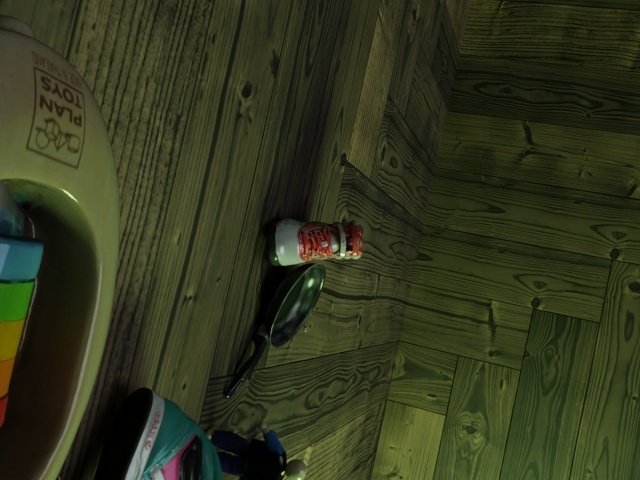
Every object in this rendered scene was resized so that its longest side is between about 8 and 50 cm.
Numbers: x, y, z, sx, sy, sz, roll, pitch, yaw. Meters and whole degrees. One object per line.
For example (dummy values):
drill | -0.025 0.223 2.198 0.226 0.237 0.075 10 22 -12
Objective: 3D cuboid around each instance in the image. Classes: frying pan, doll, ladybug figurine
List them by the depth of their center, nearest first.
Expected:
ladybug figurine | -0.292 0.054 0.486 0.305 0.161 0.450 28 75 -70
doll | -0.114 0.377 1.159 0.046 0.188 0.129 13 89 -72
frying pan | -0.088 0.180 1.340 0.326 0.053 0.197 -56 161 -13

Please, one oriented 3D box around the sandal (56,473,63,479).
sandal | -0.297 0.299 0.717 0.090 0.060 0.219 -38 115 -20

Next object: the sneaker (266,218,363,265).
sneaker | 0.000 -0.001 1.319 0.270 0.144 0.090 -4 92 -72

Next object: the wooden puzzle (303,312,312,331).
wooden puzzle | -0.030 0.174 1.573 0.049 0.006 0.083 14 88 -72

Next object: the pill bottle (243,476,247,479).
pill bottle | -0.130 0.523 1.391 0.067 0.067 0.120 -30 128 -66

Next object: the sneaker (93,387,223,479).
sneaker | -0.222 0.364 0.872 0.178 0.123 0.296 37 60 -33
